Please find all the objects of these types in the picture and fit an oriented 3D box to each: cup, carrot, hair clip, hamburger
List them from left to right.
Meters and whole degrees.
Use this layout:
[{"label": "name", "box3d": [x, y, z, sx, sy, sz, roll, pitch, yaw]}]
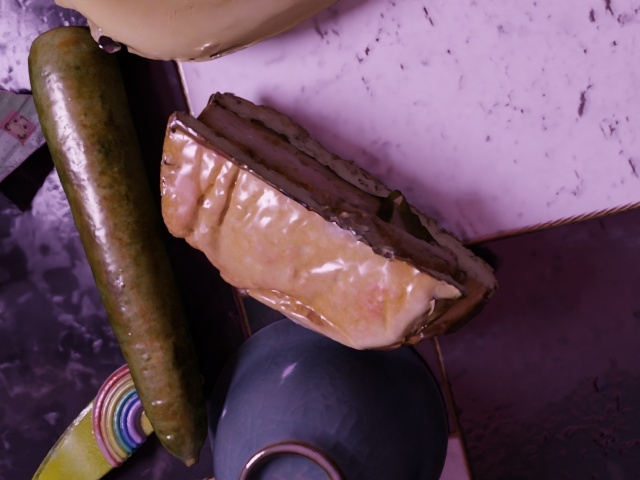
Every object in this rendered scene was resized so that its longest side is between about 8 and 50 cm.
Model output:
[{"label": "hair clip", "box3d": [-0.181, 0.161, 0.911, 0.060, 0.033, 0.188, 46, 103, 1]}, {"label": "carrot", "box3d": [-0.153, 0.007, 0.852, 0.074, 0.074, 0.358, -15, 92, 12]}, {"label": "cup", "box3d": [-0.007, 0.167, 0.820, 0.199, 0.150, 0.199, 2, 100, 10]}, {"label": "hamburger", "box3d": [0.000, 0.000, 0.816, 0.262, 0.124, 0.131, 33, 118, 9]}]

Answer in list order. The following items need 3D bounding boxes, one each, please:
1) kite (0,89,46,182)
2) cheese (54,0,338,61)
[{"label": "kite", "box3d": [-0.305, -0.121, 0.862, 0.229, 0.012, 0.250, 2, 79, -15]}, {"label": "cheese", "box3d": [-0.072, -0.266, 0.777, 0.316, 0.128, 0.259, -40, 92, 15]}]
